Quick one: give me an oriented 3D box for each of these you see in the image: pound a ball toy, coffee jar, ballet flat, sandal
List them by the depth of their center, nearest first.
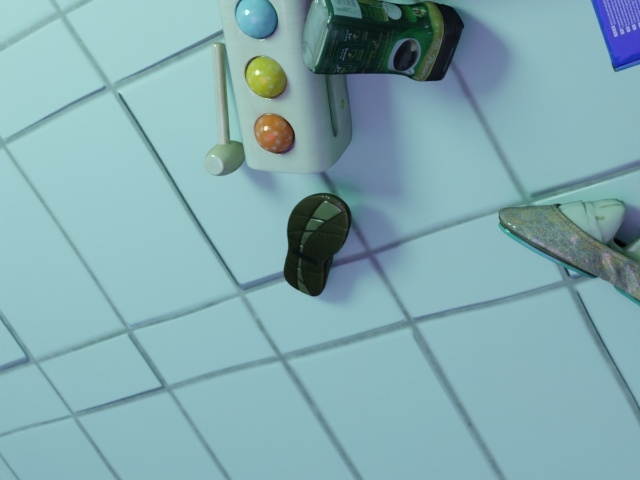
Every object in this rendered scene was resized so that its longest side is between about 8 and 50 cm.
[{"bbox_3d":[0.076,-0.244,1.378,0.184,0.079,0.096,2,133,-21],"label":"coffee jar"},{"bbox_3d":[0.380,0.011,1.449,0.316,0.107,0.106,29,109,-1],"label":"ballet flat"},{"bbox_3d":[-0.085,-0.209,1.492,0.208,0.136,0.319,6,123,22],"label":"pound a ball toy"},{"bbox_3d":[0.000,0.000,1.644,0.090,0.060,0.219,29,143,14],"label":"sandal"}]

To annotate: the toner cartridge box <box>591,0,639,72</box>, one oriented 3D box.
[{"bbox_3d":[0.300,-0.351,1.072,0.165,0.075,0.348,-17,103,20],"label":"toner cartridge box"}]
